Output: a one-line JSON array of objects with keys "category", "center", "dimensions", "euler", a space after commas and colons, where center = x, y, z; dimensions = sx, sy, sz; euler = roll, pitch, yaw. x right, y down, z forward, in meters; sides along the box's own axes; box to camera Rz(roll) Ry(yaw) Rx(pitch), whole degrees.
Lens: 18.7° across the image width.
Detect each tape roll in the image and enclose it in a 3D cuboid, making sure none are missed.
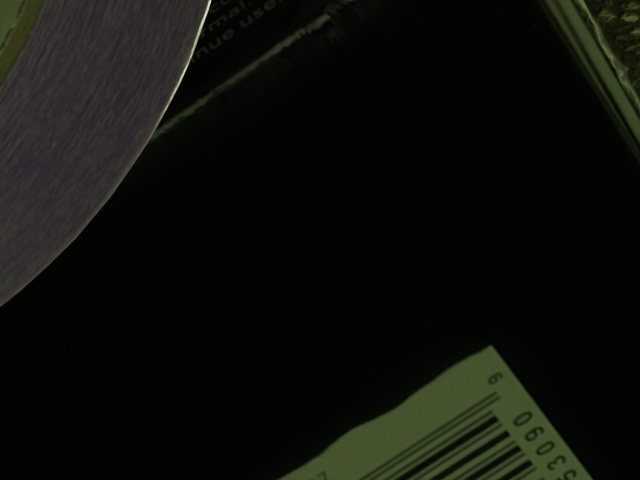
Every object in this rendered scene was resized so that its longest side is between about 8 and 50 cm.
[{"category": "tape roll", "center": [-0.161, -0.095, 0.452], "dimensions": [0.090, 0.275, 0.275], "euler": [37, -30, 57]}]

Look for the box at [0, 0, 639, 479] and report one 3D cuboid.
[{"category": "box", "center": [0.000, 0.000, 0.927], "dimensions": [0.480, 0.297, 0.472], "euler": [52, 8, -35]}]
